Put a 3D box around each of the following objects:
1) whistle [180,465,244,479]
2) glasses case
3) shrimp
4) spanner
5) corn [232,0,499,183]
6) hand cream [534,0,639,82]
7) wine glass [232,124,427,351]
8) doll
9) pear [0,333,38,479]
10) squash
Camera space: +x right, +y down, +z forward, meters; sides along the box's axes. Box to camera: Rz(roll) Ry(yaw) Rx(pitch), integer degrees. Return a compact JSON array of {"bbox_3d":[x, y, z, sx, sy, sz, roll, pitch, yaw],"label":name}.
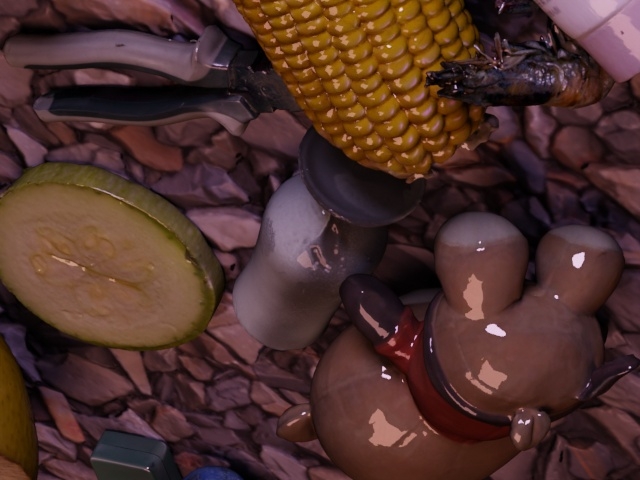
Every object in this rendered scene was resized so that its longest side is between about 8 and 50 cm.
[{"bbox_3d":[-0.089,0.264,1.963,0.158,0.090,0.090,-5,152,-25],"label":"whistle"},{"bbox_3d":[-0.176,0.272,2.042,0.078,0.039,0.184,9,139,23],"label":"glasses case"},{"bbox_3d":[0.134,-0.130,1.317,0.034,0.161,0.091,4,101,60],"label":"shrimp"},{"bbox_3d":[-0.103,-0.126,1.529,0.325,0.040,0.095,4,139,29],"label":"spanner"},{"bbox_3d":[-0.008,-0.200,1.305,0.144,0.144,0.387,-9,130,38],"label":"corn"},{"bbox_3d":[0.141,-0.217,1.257,0.248,0.083,0.133,44,140,-7],"label":"hand cream"},{"bbox_3d":[0.000,0.000,1.566,0.103,0.103,0.231,27,146,-1],"label":"wine glass"},{"bbox_3d":[0.117,0.106,1.558,0.235,0.174,0.330,1,158,-24],"label":"doll"},{"bbox_3d":[-0.429,0.135,1.896,0.340,0.191,0.386,9,158,-5],"label":"pear"},{"bbox_3d":[-0.193,0.018,1.751,0.219,0.041,0.219,16,142,13],"label":"squash"}]
